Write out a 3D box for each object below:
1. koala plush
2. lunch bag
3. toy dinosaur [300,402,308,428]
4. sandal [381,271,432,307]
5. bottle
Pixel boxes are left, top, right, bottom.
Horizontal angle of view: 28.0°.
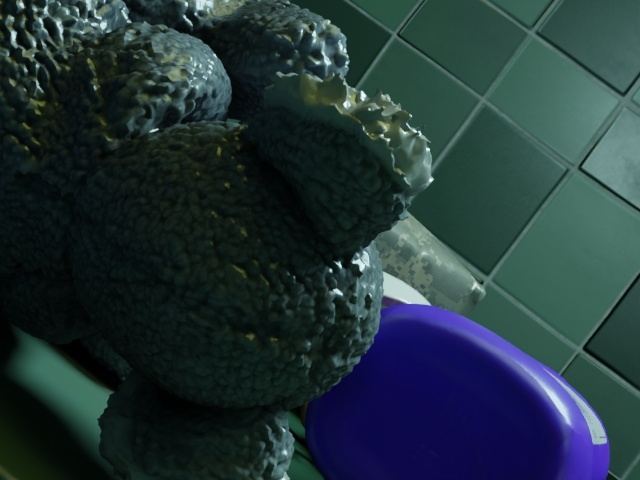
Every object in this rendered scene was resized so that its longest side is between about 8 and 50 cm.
[{"bbox_3d":[-0.060,-0.005,0.506,0.203,0.196,0.221,18,16,-46],"label":"koala plush"},{"bbox_3d":[0.000,0.000,1.369,0.235,0.169,0.287,35,7,-26],"label":"lunch bag"},{"bbox_3d":[0.015,0.118,0.794,0.112,0.064,0.211,64,1,-5],"label":"toy dinosaur"},{"bbox_3d":[0.034,0.064,0.931,0.416,0.102,0.169,36,-15,7],"label":"sandal"},{"bbox_3d":[0.080,0.097,0.627,0.118,0.092,0.283,34,1,17],"label":"bottle"}]
